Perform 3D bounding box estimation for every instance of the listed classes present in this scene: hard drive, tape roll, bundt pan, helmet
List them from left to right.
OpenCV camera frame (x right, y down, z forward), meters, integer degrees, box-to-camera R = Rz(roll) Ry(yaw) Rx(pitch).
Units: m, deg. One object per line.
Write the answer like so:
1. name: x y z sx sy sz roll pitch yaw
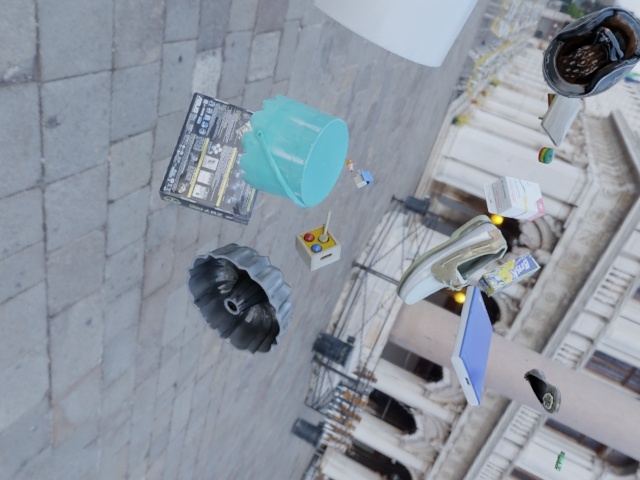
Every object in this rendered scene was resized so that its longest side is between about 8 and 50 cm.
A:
1. bundt pan: -0.208 0.147 1.437 0.124 0.330 0.331 -43 155 -45
2. tape roll: 0.121 -0.400 0.790 0.169 0.246 0.246 -60 171 30
3. hard drive: 0.488 0.327 1.662 0.210 0.040 0.319 64 35 -26
4. helmet: 0.537 -0.367 1.048 0.170 0.169 0.161 -61 -169 -20

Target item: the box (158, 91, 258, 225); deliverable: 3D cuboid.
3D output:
1. box: -0.348 -0.286 1.825 0.097 0.317 0.395 131 -26 -71

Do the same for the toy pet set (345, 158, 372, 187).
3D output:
1. toy pet set: 0.151 -0.269 2.024 0.065 0.114 0.122 -26 156 8

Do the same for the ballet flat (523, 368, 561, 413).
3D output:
1. ballet flat: 0.703 0.473 1.663 0.250 0.058 0.084 -58 166 -77

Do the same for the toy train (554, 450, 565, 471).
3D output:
1. toy train: 0.633 0.581 1.376 0.083 0.017 0.024 -10 123 -59

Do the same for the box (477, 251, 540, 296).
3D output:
1. box: 0.547 0.098 1.517 0.168 0.059 0.054 -23 156 -16

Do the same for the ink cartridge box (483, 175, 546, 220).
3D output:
1. ink cartridge box: 0.632 -0.138 1.703 0.067 0.198 0.116 -39 -130 54

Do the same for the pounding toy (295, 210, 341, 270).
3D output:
1. pounding toy: 0.000 0.000 1.697 0.141 0.130 0.100 -22 145 -20

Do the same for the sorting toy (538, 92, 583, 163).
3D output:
1. sorting toy: 0.656 -0.359 1.448 0.132 0.046 0.275 27 91 -45

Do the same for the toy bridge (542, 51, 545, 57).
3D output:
1. toy bridge: 0.621 -0.475 1.285 0.026 0.063 0.188 -48 -155 -9

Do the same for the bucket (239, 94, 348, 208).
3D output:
1. bucket: -0.062 -0.229 1.374 0.281 0.183 0.281 -50 154 -35

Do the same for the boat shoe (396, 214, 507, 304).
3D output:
1. boat shoe: 0.321 0.070 1.298 0.302 0.103 0.113 -44 142 19
